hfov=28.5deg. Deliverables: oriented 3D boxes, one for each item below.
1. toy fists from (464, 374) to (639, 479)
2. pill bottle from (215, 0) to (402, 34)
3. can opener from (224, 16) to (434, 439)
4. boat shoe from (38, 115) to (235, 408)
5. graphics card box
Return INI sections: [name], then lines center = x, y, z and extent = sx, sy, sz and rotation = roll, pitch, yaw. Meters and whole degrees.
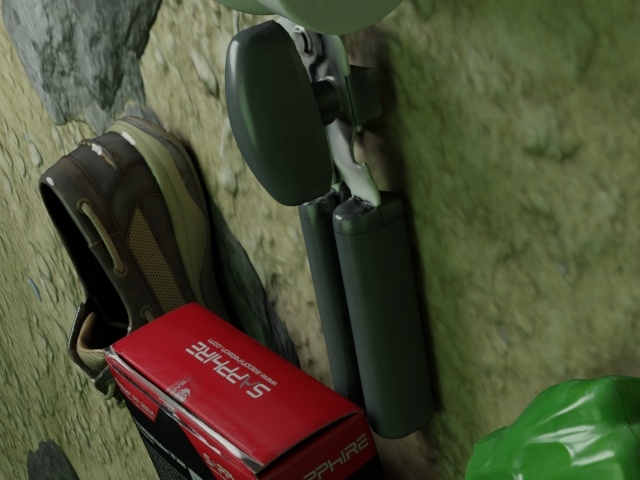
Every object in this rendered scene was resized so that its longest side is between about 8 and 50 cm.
[toy fists]
center = 0.169, 0.200, 0.607
extent = 0.142, 0.096, 0.279
rotation = -35, 69, 65
[pill bottle]
center = -0.046, -0.192, 0.673
extent = 0.221, 0.121, 0.121
rotation = 38, 141, 44
[can opener]
center = 0.000, 0.000, 0.767
extent = 0.076, 0.095, 0.283
rotation = 25, 131, 54
[boat shoe]
center = -0.148, 0.077, 1.056
extent = 0.132, 0.130, 0.355
rotation = 11, 120, 59
[graphics card box]
center = -0.017, 0.244, 0.944
extent = 0.233, 0.094, 0.370
rotation = 24, 139, 53
